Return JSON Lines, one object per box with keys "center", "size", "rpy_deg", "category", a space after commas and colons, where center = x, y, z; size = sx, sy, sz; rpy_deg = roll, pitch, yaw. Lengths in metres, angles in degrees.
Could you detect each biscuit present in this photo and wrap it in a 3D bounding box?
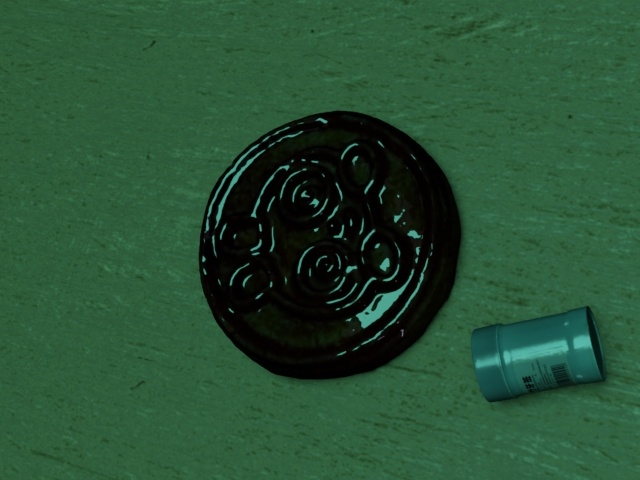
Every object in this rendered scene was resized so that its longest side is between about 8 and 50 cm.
{"center": [0.000, 0.000, 1.638], "size": [0.408, 0.091, 0.407], "rpy_deg": [-6, 74, 23], "category": "biscuit"}

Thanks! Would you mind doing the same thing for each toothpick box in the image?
{"center": [0.283, 0.149, 1.464], "size": [0.153, 0.101, 0.101], "rpy_deg": [-13, 71, 20], "category": "toothpick box"}
